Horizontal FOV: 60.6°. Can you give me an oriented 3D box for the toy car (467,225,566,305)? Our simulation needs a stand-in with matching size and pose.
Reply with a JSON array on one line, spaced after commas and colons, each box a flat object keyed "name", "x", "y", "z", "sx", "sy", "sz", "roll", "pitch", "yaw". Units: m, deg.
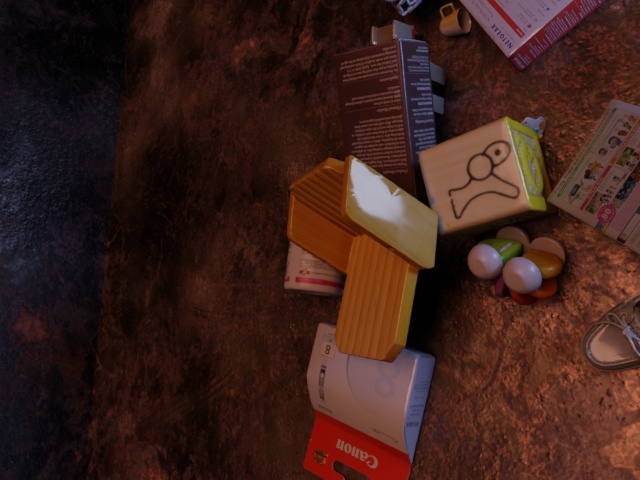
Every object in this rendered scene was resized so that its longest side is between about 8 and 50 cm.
[{"name": "toy car", "x": 0.399, "y": 0.062, "z": 1.120, "sx": 0.182, "sy": 0.159, "sz": 0.136, "roll": 24, "pitch": 131, "yaw": 42}]

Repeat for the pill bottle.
[{"name": "pill bottle", "x": 0.000, "y": 0.000, "z": 1.453, "sx": 0.160, "sy": 0.160, "sz": 0.283, "roll": 0, "pitch": 78, "yaw": 41}]

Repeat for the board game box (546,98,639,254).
[{"name": "board game box", "x": 0.575, "y": -0.093, "z": 0.945, "sx": 0.224, "sy": 0.098, "sz": 0.303, "roll": -62, "pitch": 29, "yaw": 17}]

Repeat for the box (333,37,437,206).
[{"name": "box", "x": 0.164, "y": -0.265, "z": 1.308, "sx": 0.191, "sy": 0.143, "sz": 0.381, "roll": 2, "pitch": 102, "yaw": 40}]

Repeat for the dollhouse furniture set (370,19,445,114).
[{"name": "dollhouse furniture set", "x": 0.203, "y": -0.428, "z": 1.442, "sx": 0.262, "sy": 0.135, "sz": 0.259, "roll": 2, "pitch": 91, "yaw": 42}]

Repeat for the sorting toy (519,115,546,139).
[{"name": "sorting toy", "x": 0.440, "y": -0.244, "z": 1.193, "sx": 0.083, "sy": 0.075, "sz": 0.044, "roll": -18, "pitch": 67, "yaw": 37}]

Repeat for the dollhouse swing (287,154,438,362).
[{"name": "dollhouse swing", "x": 0.039, "y": 0.053, "z": 1.187, "sx": 0.304, "sy": 0.315, "sz": 0.347, "roll": -63, "pitch": 17, "yaw": -16}]

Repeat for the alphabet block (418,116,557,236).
[{"name": "alphabet block", "x": 0.349, "y": -0.122, "z": 1.141, "sx": 0.197, "sy": 0.193, "sz": 0.192, "roll": -17, "pitch": 81, "yaw": 37}]

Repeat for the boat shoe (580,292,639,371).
[{"name": "boat shoe", "x": 0.595, "y": 0.128, "z": 0.938, "sx": 0.320, "sy": 0.103, "sz": 0.118, "roll": -34, "pitch": 58, "yaw": 29}]

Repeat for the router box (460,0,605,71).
[{"name": "router box", "x": 0.481, "y": -0.611, "z": 1.252, "sx": 0.301, "sy": 0.082, "sz": 0.335, "roll": -40, "pitch": 55, "yaw": 27}]

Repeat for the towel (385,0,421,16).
[{"name": "towel", "x": 0.260, "y": -0.740, "z": 1.397, "sx": 0.284, "sy": 0.121, "sz": 0.235, "roll": -43, "pitch": 28, "yaw": 25}]

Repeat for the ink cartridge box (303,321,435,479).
[{"name": "ink cartridge box", "x": 0.085, "y": 0.418, "z": 1.314, "sx": 0.308, "sy": 0.091, "sz": 0.384, "roll": 11, "pitch": 85, "yaw": 42}]

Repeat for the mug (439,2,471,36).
[{"name": "mug", "x": 0.334, "y": -0.551, "z": 1.379, "sx": 0.064, "sy": 0.062, "sz": 0.078, "roll": -3, "pitch": 100, "yaw": 50}]
